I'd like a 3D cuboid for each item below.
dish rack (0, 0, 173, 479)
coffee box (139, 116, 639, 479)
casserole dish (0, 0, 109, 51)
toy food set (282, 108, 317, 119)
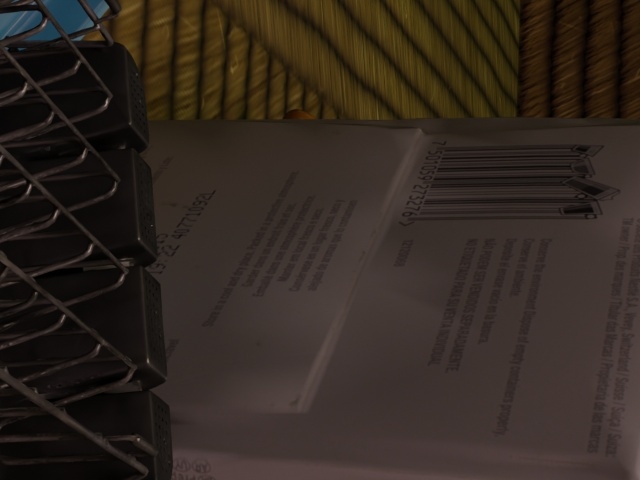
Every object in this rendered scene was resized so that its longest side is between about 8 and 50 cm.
[{"bbox_3d":[-0.116,-0.027,0.529,0.271,0.074,0.208,59,21,-65],"label":"dish rack"},{"bbox_3d":[0.013,0.152,0.832,0.338,0.338,0.334,-62,149,-58],"label":"coffee box"},{"bbox_3d":[-0.148,-0.096,0.670,0.188,0.037,0.114,-49,158,-4],"label":"casserole dish"},{"bbox_3d":[0.000,0.000,1.232,0.104,0.111,0.232,-54,167,-10],"label":"toy food set"}]
